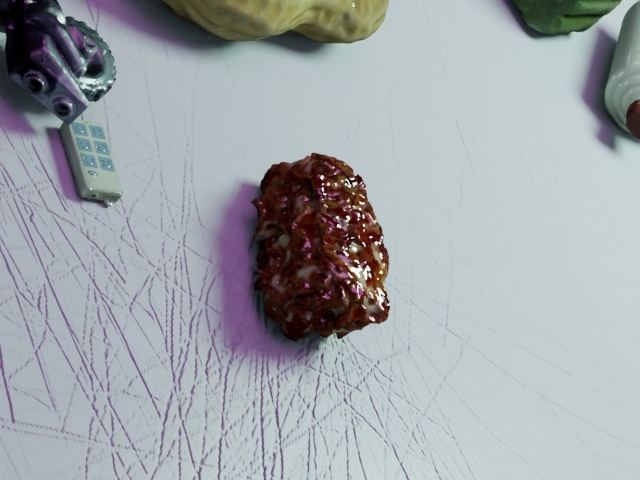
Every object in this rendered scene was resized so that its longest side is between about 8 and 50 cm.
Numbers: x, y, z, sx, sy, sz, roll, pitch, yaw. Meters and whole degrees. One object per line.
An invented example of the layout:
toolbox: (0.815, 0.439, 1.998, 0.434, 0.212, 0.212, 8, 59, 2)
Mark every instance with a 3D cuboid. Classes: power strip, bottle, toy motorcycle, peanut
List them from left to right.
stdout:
toy motorcycle: (-0.296, -0.201, 1.537, 0.270, 0.106, 0.159, 43, 38, -12)
power strip: (-0.200, -0.070, 1.566, 0.040, 0.016, 0.090, 9, 48, -38)
peanut: (-0.048, -0.270, 1.816, 0.313, 0.149, 0.149, -1, 54, -49)
bottle: (0.406, -0.203, 2.194, 0.104, 0.104, 0.245, 36, 36, -9)

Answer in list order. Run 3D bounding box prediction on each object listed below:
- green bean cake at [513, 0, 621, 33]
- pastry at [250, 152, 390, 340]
green bean cake: (0.306, -0.392, 2.192, 0.125, 0.222, 0.227, -12, 66, -48)
pastry: (0.001, 0.001, 1.623, 0.115, 0.097, 0.208, 33, 34, -30)
